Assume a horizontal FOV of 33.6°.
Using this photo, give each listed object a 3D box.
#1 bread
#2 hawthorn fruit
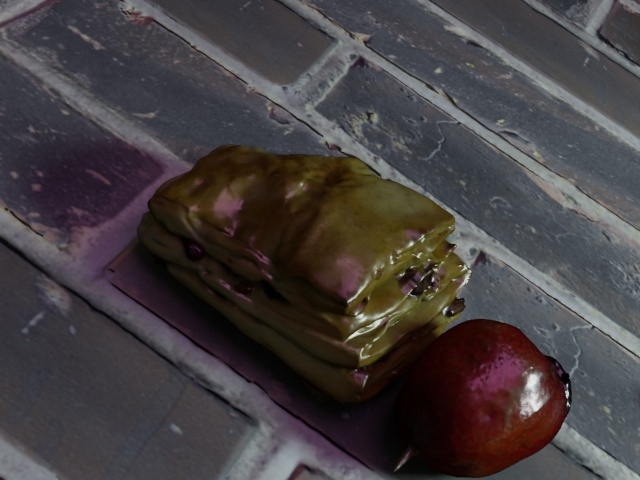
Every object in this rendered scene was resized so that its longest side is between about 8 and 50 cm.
[{"bbox_3d":[0.000,0.000,1.323,0.370,0.191,0.314,42,44,13],"label":"bread"},{"bbox_3d":[0.171,0.198,1.260,0.251,0.189,0.189,-28,66,-22],"label":"hawthorn fruit"}]
